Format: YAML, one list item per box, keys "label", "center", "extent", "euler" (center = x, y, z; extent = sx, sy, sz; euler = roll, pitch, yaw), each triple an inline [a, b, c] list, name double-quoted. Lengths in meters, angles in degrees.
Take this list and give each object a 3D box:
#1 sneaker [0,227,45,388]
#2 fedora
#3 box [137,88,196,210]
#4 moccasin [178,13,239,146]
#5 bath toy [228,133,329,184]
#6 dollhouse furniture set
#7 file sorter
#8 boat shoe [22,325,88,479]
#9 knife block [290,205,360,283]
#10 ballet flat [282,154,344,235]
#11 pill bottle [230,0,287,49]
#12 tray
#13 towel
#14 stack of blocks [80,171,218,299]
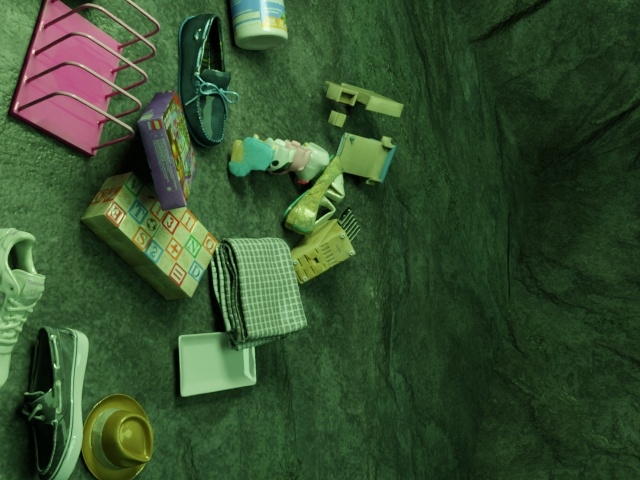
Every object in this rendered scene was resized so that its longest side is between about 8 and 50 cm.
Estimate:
- label: "sneaker"
  center: [-0.574, 0.122, 1.254]
  extent: [0.114, 0.152, 0.305]
  euler: [22, 65, -71]
- label: "fedora"
  center: [-0.412, 0.422, 1.494]
  extent: [0.194, 0.079, 0.194]
  euler: [14, 72, -53]
- label: "box"
  center: [-0.339, -0.212, 1.587]
  extent: [0.293, 0.057, 0.200]
  euler: [-102, -179, -66]
- label: "moccasin"
  center: [-0.292, -0.415, 1.799]
  extent: [0.138, 0.117, 0.341]
  euler: [-11, 93, -55]
- label: "bath toy"
  center: [-0.111, -0.228, 2.015]
  extent: [0.348, 0.151, 0.129]
  euler: [-4, 125, -58]
- label: "dollhouse furniture set"
  center: [0.089, -0.362, 2.379]
  extent: [0.287, 0.198, 0.303]
  euler: [8, 108, -33]
- label: "file sorter"
  center: [-0.475, -0.362, 1.473]
  extent: [0.202, 0.182, 0.290]
  euler: [31, 59, -48]
- label: "boat shoe"
  center: [-0.518, 0.312, 1.344]
  extent: [0.102, 0.108, 0.301]
  euler: [25, 61, -50]
- label: "knife block"
  center: [0.000, 0.000, 2.178]
  extent: [0.276, 0.242, 0.088]
  euler: [-29, 114, -5]
- label: "ballet flat"
  center: [0.008, -0.134, 2.159]
  extent: [0.348, 0.123, 0.123]
  euler: [-54, 126, -42]
- label: "pill bottle"
  center: [-0.181, -0.690, 1.983]
  extent: [0.152, 0.152, 0.271]
  euler: [-6, 89, -55]
- label: "tray"
  center: [-0.262, 0.305, 1.772]
  extent: [0.270, 0.030, 0.145]
  euler: [6, 78, -54]
- label: "towel"
  center: [-0.162, 0.132, 1.845]
  extent: [0.235, 0.121, 0.283]
  euler: [-2, 76, -55]
- label: "stack of blocks"
  center: [-0.383, -0.020, 1.617]
  extent: [0.297, 0.087, 0.171]
  euler: [51, 45, -36]
